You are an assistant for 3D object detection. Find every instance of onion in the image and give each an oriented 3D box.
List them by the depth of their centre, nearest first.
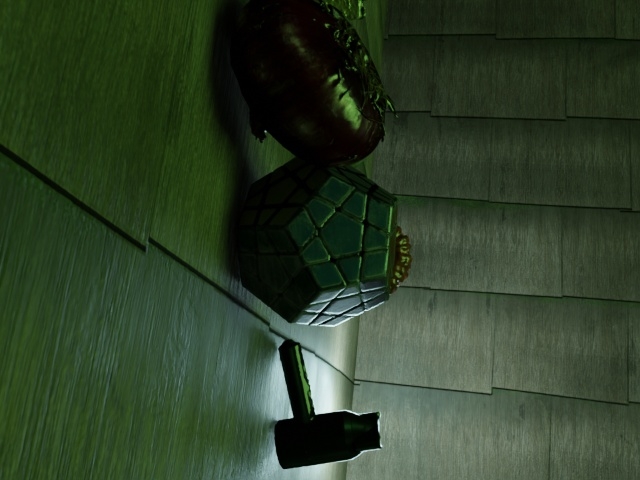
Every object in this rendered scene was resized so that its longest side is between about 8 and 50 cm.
[{"bbox_3d":[-0.031,-0.253,1.039,0.314,0.232,0.314,52,19,-27],"label":"onion"}]

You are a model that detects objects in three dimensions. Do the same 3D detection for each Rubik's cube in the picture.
[{"bbox_3d":[0.000,0.001,1.156,0.264,0.319,0.319,165,-69,-73],"label":"Rubik's cube"}]

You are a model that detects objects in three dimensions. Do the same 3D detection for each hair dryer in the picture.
[{"bbox_3d":[0.003,0.365,1.476,0.116,0.244,0.302,-65,142,-80],"label":"hair dryer"}]

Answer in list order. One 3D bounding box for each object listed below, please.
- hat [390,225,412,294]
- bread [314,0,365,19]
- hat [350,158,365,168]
[{"bbox_3d":[0.092,0.046,1.915,0.400,0.285,0.285,-168,-99,-78],"label":"hat"},{"bbox_3d":[-0.001,-0.618,1.403,0.178,0.142,0.266,33,-48,53],"label":"bread"},{"bbox_3d":[0.035,-0.246,1.702,0.110,0.252,0.252,54,5,9],"label":"hat"}]
